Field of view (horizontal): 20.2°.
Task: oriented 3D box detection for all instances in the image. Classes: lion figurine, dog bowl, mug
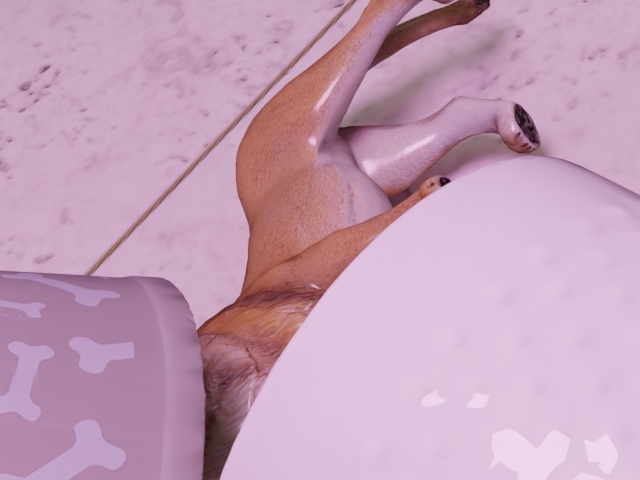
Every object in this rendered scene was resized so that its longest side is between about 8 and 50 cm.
[{"bbox_3d":[0.000,0.000,1.048,0.240,0.142,0.392,-29,25,26],"label":"lion figurine"},{"bbox_3d":[-0.166,0.171,0.821,0.349,0.102,0.349,-51,30,45],"label":"dog bowl"},{"bbox_3d":[0.190,0.118,0.711,0.328,0.276,0.374,31,80,33],"label":"mug"}]
